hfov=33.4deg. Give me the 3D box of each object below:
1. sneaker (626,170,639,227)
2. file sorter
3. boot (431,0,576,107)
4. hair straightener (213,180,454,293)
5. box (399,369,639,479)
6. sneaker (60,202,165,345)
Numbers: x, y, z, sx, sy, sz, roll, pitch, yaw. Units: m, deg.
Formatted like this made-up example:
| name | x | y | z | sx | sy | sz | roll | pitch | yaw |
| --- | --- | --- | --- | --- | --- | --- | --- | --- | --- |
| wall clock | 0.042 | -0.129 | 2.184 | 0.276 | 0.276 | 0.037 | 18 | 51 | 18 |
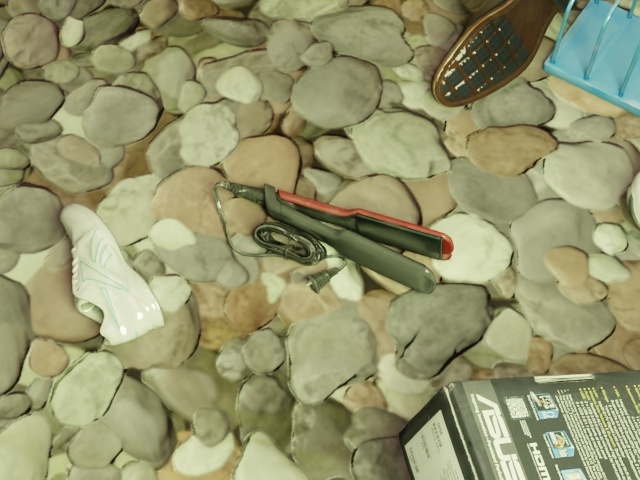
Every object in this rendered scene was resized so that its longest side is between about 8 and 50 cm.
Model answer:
| name | x | y | z | sx | sy | sz | roll | pitch | yaw |
| --- | --- | --- | --- | --- | --- | --- | --- | --- | --- |
| sneaker | 0.429 | -0.046 | 0.965 | 0.297 | 0.129 | 0.111 | 2 | 60 | 1 |
| file sorter | 0.335 | -0.206 | 1.078 | 0.170 | 0.104 | 0.118 | 30 | 61 | 17 |
| boot | 0.179 | -0.228 | 1.121 | 0.219 | 0.082 | 0.106 | -45 | 31 | -7 |
| hair straightener | 0.000 | 0.000 | 0.974 | 0.230 | 0.047 | 0.089 | 21 | 60 | 12 |
| box | 0.256 | 0.277 | 0.719 | 0.318 | 0.097 | 0.395 | -1 | 56 | -25 |
| sneaker | -0.200 | 0.028 | 0.950 | 0.061 | 0.053 | 0.152 | -31 | 64 | -16 |
